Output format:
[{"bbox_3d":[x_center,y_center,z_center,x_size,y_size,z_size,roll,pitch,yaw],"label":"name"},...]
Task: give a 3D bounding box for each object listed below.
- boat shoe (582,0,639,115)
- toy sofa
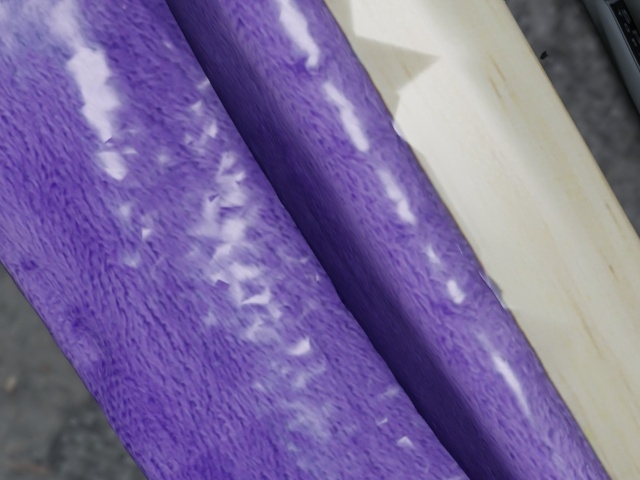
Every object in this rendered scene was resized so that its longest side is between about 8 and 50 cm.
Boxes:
[{"bbox_3d":[0.146,-0.037,0.461,0.102,0.108,0.301,-29,96,0],"label":"boat shoe"},{"bbox_3d":[0.000,0.000,0.427,0.177,0.150,0.362,-32,105,0],"label":"toy sofa"}]
